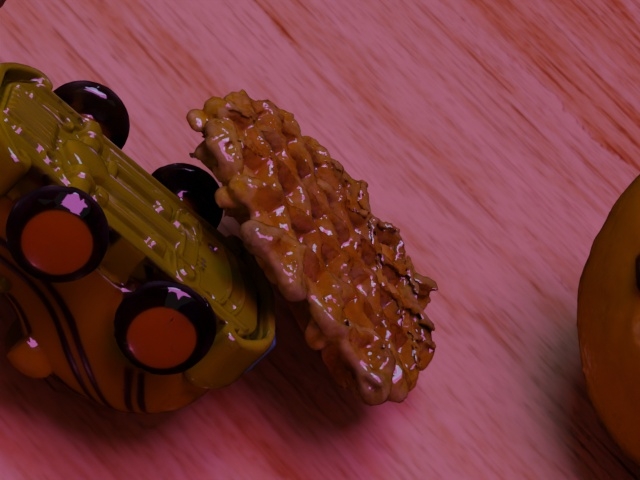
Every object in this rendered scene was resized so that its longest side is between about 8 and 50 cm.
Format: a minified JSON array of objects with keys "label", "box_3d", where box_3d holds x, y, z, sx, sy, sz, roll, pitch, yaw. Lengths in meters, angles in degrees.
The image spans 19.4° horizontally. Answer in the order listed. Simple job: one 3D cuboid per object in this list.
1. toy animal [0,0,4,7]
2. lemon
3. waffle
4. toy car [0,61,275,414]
[{"label":"toy animal","box_3d":[-0.320,-0.202,1.189,0.256,0.213,0.195,39,38,3]},{"label":"lemon","box_3d":[0.329,0.063,1.346,0.297,0.297,0.297,20,43,-19]},{"label":"waffle","box_3d":[0.000,0.000,1.259,0.237,0.059,0.243,59,15,-3]},{"label":"toy car","box_3d":[-0.150,0.013,1.156,0.248,0.142,0.200,43,18,-15]}]
